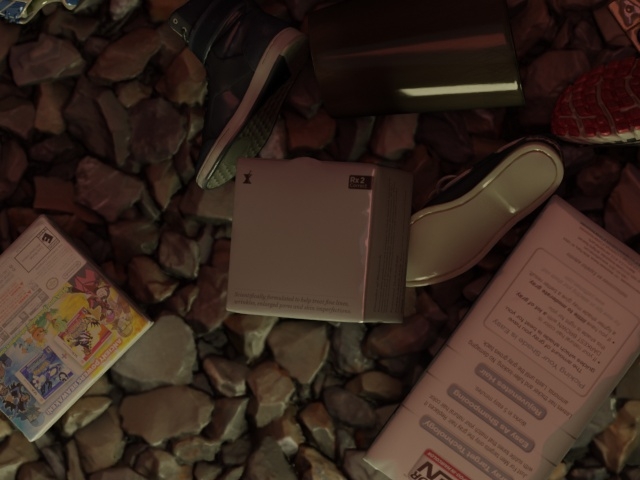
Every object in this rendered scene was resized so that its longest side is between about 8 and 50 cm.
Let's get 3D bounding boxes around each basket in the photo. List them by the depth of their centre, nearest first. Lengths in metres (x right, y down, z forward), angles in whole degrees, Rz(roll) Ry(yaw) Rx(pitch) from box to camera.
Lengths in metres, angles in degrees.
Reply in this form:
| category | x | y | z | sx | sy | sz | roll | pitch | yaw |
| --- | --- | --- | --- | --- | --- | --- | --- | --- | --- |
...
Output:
| category | x | y | z | sx | sy | sz | roll | pitch | yaw |
| --- | --- | --- | --- | --- | --- | --- | --- | --- | --- |
| basket | 0.109 | -0.226 | 1.891 | 0.227 | 0.154 | 0.204 | -10 | 60 | 9 |

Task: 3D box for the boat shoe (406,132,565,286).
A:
| category | x | y | z | sx | sy | sz | roll | pitch | yaw |
| --- | --- | --- | --- | --- | --- | --- | --- | --- | --- |
| boat shoe | 0.178 | -0.039 | 1.910 | 0.095 | 0.079 | 0.254 | 44 | 113 | -7 |

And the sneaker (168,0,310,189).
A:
| category | x | y | z | sx | sy | sz | roll | pitch | yaw |
| --- | --- | --- | --- | --- | --- | --- | --- | --- | --- |
| sneaker | -0.125 | -0.188 | 1.941 | 0.163 | 0.086 | 0.226 | 38 | 110 | 21 |

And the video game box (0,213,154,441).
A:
| category | x | y | z | sx | sy | sz | roll | pitch | yaw |
| --- | --- | --- | --- | --- | --- | --- | --- | --- | --- |
| video game box | -0.335 | 0.104 | 1.960 | 0.205 | 0.048 | 0.187 | -45 | 84 | 2 |

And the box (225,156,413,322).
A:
| category | x | y | z | sx | sy | sz | roll | pitch | yaw |
| --- | --- | --- | --- | --- | --- | --- | --- | --- | --- |
| box | 0.000 | 0.000 | 1.878 | 0.181 | 0.119 | 0.181 | 4 | 89 | 26 |

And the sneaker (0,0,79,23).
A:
| category | x | y | z | sx | sy | sz | roll | pitch | yaw |
| --- | --- | --- | --- | --- | --- | --- | --- | --- | --- |
| sneaker | -0.388 | -0.299 | 1.958 | 0.211 | 0.080 | 0.081 | -13 | 85 | 4 |

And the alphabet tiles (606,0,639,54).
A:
| category | x | y | z | sx | sy | sz | roll | pitch | yaw |
| --- | --- | --- | --- | --- | --- | --- | --- | --- | --- |
| alphabet tiles | 0.493 | -0.265 | 1.937 | 0.237 | 0.009 | 0.198 | -35 | 86 | 3 |

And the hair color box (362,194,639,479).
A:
| category | x | y | z | sx | sy | sz | roll | pitch | yaw |
| --- | --- | --- | --- | --- | --- | --- | --- | --- | --- |
| hair color box | 0.232 | 0.152 | 1.890 | 0.185 | 0.113 | 0.374 | 36 | 90 | 4 |

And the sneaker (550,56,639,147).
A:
| category | x | y | z | sx | sy | sz | roll | pitch | yaw |
| --- | --- | --- | --- | --- | --- | --- | --- | --- | --- |
| sneaker | 0.414 | -0.141 | 1.885 | 0.299 | 0.112 | 0.121 | -5 | 49 | 18 |
